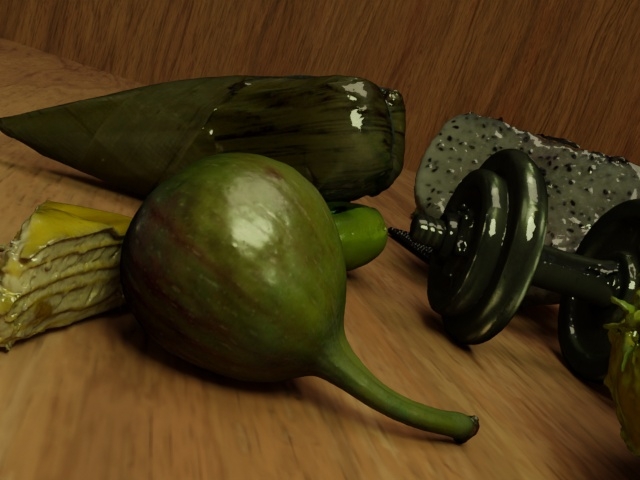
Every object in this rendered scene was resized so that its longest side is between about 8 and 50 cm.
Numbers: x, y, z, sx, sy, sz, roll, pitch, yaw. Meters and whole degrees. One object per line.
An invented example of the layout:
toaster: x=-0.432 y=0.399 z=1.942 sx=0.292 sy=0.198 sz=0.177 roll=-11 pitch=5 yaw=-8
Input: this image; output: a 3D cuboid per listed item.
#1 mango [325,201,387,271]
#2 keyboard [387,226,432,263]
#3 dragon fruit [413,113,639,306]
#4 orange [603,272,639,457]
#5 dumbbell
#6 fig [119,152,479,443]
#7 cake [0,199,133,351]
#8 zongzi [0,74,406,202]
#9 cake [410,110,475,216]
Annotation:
mango: x=0.000 y=0.000 z=0.768 sx=0.165 sy=0.074 sz=0.091 roll=-9 pitch=-6 yaw=-37
keyboard: x=0.164 y=0.019 z=1.103 sx=0.061 sy=0.013 sz=0.204 roll=14 pitch=12 yaw=-21
dragon fruit: x=0.258 y=-0.010 z=0.961 sx=0.283 sy=0.204 sz=0.221 roll=27 pitch=-14 yaw=28
orange: x=0.321 y=0.105 z=0.422 sx=0.300 sy=0.223 sz=0.301 roll=13 pitch=9 yaw=33
dumbbell: x=0.223 y=0.027 z=0.709 sx=0.290 sy=0.192 sz=0.192 roll=17 pitch=11 yaw=-7
fig: x=-0.007 y=0.055 z=0.455 sx=0.245 sy=0.149 sz=0.149 roll=40 pitch=14 yaw=5
cake: x=-0.173 y=0.001 z=0.462 sx=0.116 sy=0.079 sz=0.185 roll=25 pitch=17 yaw=17
zongzi: x=-0.120 y=-0.115 z=0.784 sx=0.361 sy=0.159 sz=0.323 roll=6 pitch=-7 yaw=-40
cake: x=0.278 y=-0.130 z=1.465 sx=0.099 sy=0.235 sz=0.100 roll=29 pitch=13 yaw=6
